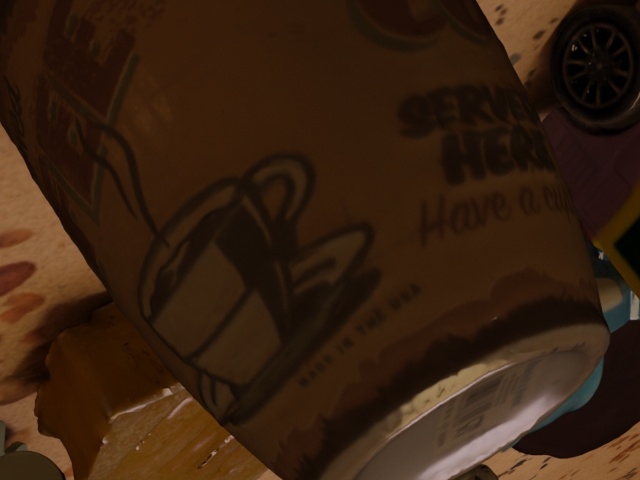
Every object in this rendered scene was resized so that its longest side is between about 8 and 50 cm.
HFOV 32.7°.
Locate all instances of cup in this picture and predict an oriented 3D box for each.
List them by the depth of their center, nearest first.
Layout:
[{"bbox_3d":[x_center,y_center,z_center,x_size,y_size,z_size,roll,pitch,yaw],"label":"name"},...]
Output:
[{"bbox_3d":[0.000,0.000,0.525,0.227,0.257,0.301,-26,155,-5],"label":"cup"}]

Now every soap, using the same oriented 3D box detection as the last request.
[{"bbox_3d":[-0.094,0.110,0.786,0.160,0.080,0.257,-46,153,3],"label":"soap"}]

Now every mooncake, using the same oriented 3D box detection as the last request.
[{"bbox_3d":[0.266,0.079,1.065,0.283,0.141,0.283,-22,143,-18],"label":"mooncake"}]

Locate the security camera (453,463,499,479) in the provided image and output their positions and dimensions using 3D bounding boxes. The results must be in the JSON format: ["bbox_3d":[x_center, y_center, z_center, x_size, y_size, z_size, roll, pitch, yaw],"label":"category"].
[{"bbox_3d":[0.116,0.369,1.374,0.277,0.197,0.191,-15,142,-47],"label":"security camera"}]

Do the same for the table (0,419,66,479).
[{"bbox_3d":[-0.245,0.220,0.773,0.166,0.166,0.198,-25,161,-13],"label":"table"}]

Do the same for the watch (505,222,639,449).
[{"bbox_3d":[0.143,0.074,0.871,0.211,0.211,0.193,-17,132,-26],"label":"watch"}]

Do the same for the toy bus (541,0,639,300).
[{"bbox_3d":[0.347,-0.138,0.648,0.209,0.249,0.440,-9,146,-38],"label":"toy bus"}]
